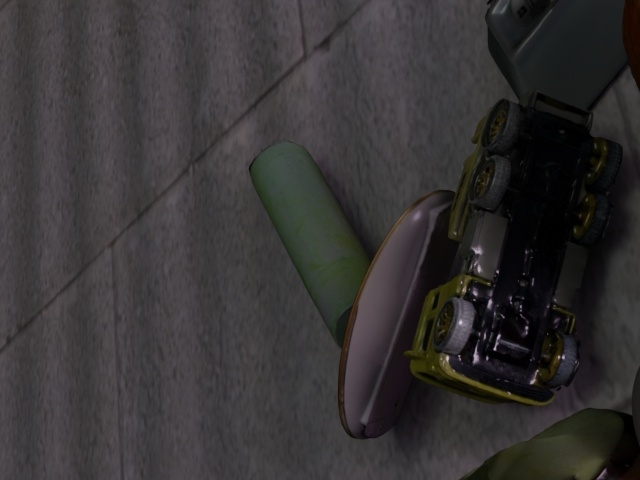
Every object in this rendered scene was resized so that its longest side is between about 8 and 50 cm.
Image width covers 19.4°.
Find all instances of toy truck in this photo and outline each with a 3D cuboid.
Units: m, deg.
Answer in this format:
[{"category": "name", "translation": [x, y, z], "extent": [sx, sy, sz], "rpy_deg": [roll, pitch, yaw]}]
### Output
[{"category": "toy truck", "translation": [0.161, 0.011, 1.642], "extent": [0.157, 0.124, 0.272], "rpy_deg": [148, 139, -69]}]

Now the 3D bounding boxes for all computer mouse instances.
[{"category": "computer mouse", "translation": [0.069, 0.066, 1.732], "extent": [0.056, 0.126, 0.245], "rpy_deg": [21, 101, 22]}]

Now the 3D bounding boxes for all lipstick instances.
[{"category": "lipstick", "translation": [0.000, 0.000, 1.928], "extent": [0.076, 0.076, 0.304], "rpy_deg": [-55, 34, 19]}]

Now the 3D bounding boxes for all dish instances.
[{"category": "dish", "translation": [0.234, -0.235, 1.727], "extent": [0.243, 0.080, 0.182], "rpy_deg": [-53, 35, 23]}]

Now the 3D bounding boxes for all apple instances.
[{"category": "apple", "translation": [0.197, 0.229, 1.415], "extent": [0.188, 0.174, 0.207], "rpy_deg": [167, 117, -83]}]

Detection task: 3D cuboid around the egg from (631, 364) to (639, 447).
[{"category": "egg", "translation": [0.316, 0.132, 1.281], "extent": [0.232, 0.176, 0.176], "rpy_deg": [24, 91, 40]}]

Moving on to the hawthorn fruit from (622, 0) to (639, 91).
[{"category": "hawthorn fruit", "translation": [0.359, -0.198, 1.340], "extent": [0.285, 0.285, 0.369], "rpy_deg": [-30, 41, 44]}]
